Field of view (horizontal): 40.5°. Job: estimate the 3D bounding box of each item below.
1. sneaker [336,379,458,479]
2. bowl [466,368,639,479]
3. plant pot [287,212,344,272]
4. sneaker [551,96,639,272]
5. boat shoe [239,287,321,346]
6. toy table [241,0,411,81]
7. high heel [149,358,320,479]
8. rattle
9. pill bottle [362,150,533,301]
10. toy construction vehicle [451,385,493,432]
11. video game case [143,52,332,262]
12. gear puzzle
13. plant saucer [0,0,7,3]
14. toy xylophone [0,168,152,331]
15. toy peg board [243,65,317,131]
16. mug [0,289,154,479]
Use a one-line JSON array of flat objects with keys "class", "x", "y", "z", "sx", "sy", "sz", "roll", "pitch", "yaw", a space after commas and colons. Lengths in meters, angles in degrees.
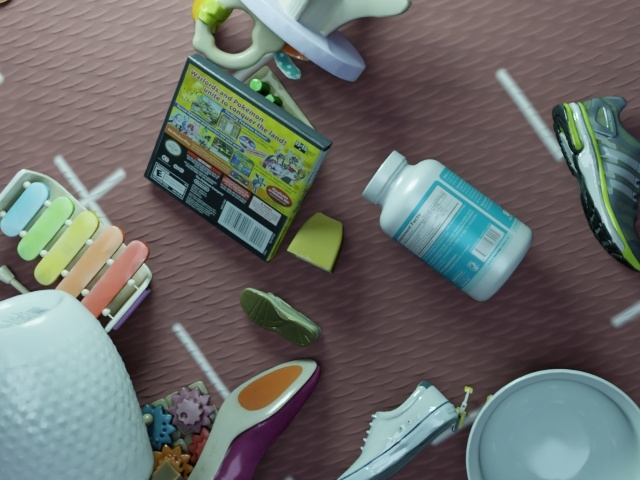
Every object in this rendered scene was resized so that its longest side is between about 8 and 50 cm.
[{"class": "sneaker", "x": 0.117, "y": 0.341, "z": 1.487, "sx": 0.258, "sy": 0.094, "sz": 0.091, "roll": -41, "pitch": 63, "yaw": 10}, {"class": "bowl", "x": 0.385, "y": 0.343, "z": 1.414, "sx": 0.298, "sy": 0.134, "sz": 0.298, "roll": 1, "pitch": 95, "yaw": 9}, {"class": "plant pot", "x": 0.000, "y": 0.000, "z": 1.470, "sx": 0.081, "sy": 0.081, "sz": 0.083, "roll": 24, "pitch": 86, "yaw": 6}, {"class": "sneaker", "x": 0.476, "y": -0.093, "z": 1.378, "sx": 0.121, "sy": 0.111, "sz": 0.300, "roll": -20, "pitch": 94, "yaw": 6}, {"class": "boat shoe", "x": -0.071, "y": 0.130, "z": 1.512, "sx": 0.153, "sy": 0.048, "sz": 0.056, "roll": 28, "pitch": 111, "yaw": 12}, {"class": "toy table", "x": -0.003, "y": -0.398, "z": 1.362, "sx": 0.274, "sy": 0.252, "sz": 0.161, "roll": 38, "pitch": 115, "yaw": -7}, {"class": "high heel", "x": -0.122, "y": 0.372, "z": 1.505, "sx": 0.377, "sy": 0.127, "sz": 0.181, "roll": -38, "pitch": 121, "yaw": -8}, {"class": "rattle", "x": -0.116, "y": -0.344, "z": 1.460, "sx": 0.199, "sy": 0.143, "sz": 0.130, "roll": 8, "pitch": 94, "yaw": -16}, {"class": "pill bottle", "x": 0.199, "y": -0.032, "z": 1.401, "sx": 0.264, "sy": 0.146, "sz": 0.146, "roll": 37, "pitch": 99, "yaw": 4}, {"class": "toy construction vehicle", "x": 0.266, "y": 0.306, "z": 1.478, "sx": 0.086, "sy": 0.035, "sz": 0.098, "roll": 22, "pitch": 98, "yaw": 6}, {"class": "video game case", "x": -0.144, "y": -0.133, "z": 1.440, "sx": 0.275, "sy": 0.035, "sz": 0.248, "roll": 35, "pitch": 123, "yaw": 10}, {"class": "gear puzzle", "x": -0.217, "y": 0.436, "z": 1.555, "sx": 0.175, "sy": 0.044, "sz": 0.339, "roll": -26, "pitch": 91, "yaw": 10}, {"class": "plant saucer", "x": -0.575, "y": -0.463, "z": 1.542, "sx": 0.083, "sy": 0.013, "sz": 0.083, "roll": 1, "pitch": 96, "yaw": 9}, {"class": "toy xylophone", "x": -0.451, "y": 0.039, "z": 1.535, "sx": 0.322, "sy": 0.081, "sz": 0.236, "roll": 35, "pitch": 99, "yaw": 4}, {"class": "toy peg board", "x": -0.111, "y": -0.187, "z": 1.466, "sx": 0.160, "sy": 0.079, "sz": 0.161, "roll": -37, "pitch": 89, "yaw": 10}, {"class": "mug", "x": -0.476, "y": 0.256, "z": 1.454, "sx": 0.276, "sy": 0.374, "sz": 0.328, "roll": -24, "pitch": 111, "yaw": -33}]
